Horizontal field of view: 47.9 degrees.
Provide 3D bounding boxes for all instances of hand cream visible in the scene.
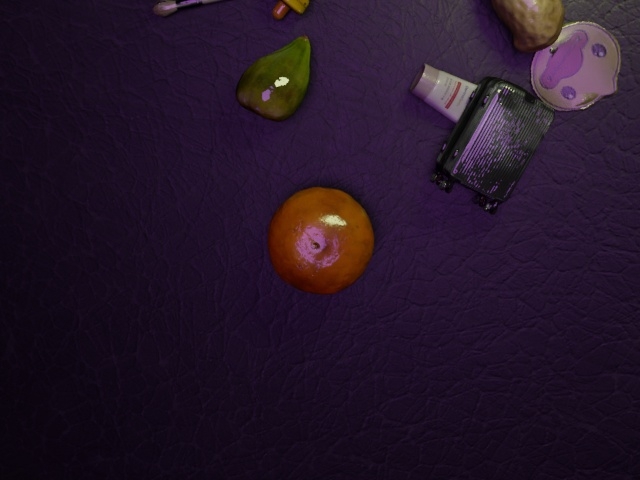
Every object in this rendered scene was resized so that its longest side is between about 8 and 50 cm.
[{"bbox_3d":[0.352,-0.356,1.847,0.247,0.083,0.133,24,105,-8],"label":"hand cream"}]

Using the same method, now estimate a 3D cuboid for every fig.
[{"bbox_3d":[-0.107,-0.405,1.867,0.233,0.167,0.167,-42,94,-24],"label":"fig"}]

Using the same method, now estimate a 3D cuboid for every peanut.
[{"bbox_3d":[0.489,-0.646,1.719,0.192,0.169,0.387,-11,101,3],"label":"peanut"}]

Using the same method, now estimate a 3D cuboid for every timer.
[{"bbox_3d":[-0.085,-0.613,1.833,0.107,0.107,0.109,38,100,-1],"label":"timer"}]

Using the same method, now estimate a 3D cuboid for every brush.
[{"bbox_3d":[-0.299,-0.636,1.891,0.299,0.039,0.042,-10,99,8],"label":"brush"}]

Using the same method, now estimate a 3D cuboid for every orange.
[{"bbox_3d":[0.000,0.000,1.886,0.283,0.226,0.284,0,98,1],"label":"orange"}]

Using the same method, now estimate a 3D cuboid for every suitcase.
[{"bbox_3d":[0.431,-0.240,1.806,0.202,0.128,0.312,24,103,-19],"label":"suitcase"}]

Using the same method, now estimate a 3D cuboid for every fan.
[{"bbox_3d":[0.608,-0.461,1.818,0.335,0.011,0.230,33,102,0],"label":"fan"}]
